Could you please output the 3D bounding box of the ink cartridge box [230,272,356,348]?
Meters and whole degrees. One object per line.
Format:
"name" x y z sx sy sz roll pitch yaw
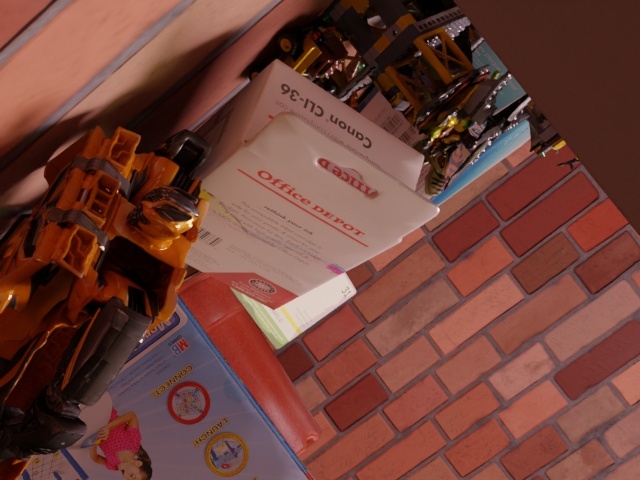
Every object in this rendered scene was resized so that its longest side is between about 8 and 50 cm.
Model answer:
"ink cartridge box" 0.000 0.000 1.267 0.235 0.056 0.171 -35 135 -4

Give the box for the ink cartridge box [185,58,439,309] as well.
"ink cartridge box" -0.019 -0.034 0.671 0.198 0.115 0.067 -30 -145 53

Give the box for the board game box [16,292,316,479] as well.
"board game box" -0.201 0.234 1.099 0.308 0.302 0.086 -36 175 -4

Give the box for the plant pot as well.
"plant pot" -0.154 0.211 1.446 0.272 0.265 0.272 -36 175 -4

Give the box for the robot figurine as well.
"robot figurine" -0.166 0.050 0.624 0.291 0.085 0.211 -42 -155 37

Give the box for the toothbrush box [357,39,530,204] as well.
"toothbrush box" 0.159 -0.141 1.168 0.295 0.126 0.216 -33 173 -35

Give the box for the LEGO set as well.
"LEGO set" 0.102 -0.092 0.820 0.255 0.192 0.331 -40 174 33

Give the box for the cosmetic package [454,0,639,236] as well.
"cosmetic package" 0.120 -0.120 0.406 0.127 0.238 0.107 -41 174 36
